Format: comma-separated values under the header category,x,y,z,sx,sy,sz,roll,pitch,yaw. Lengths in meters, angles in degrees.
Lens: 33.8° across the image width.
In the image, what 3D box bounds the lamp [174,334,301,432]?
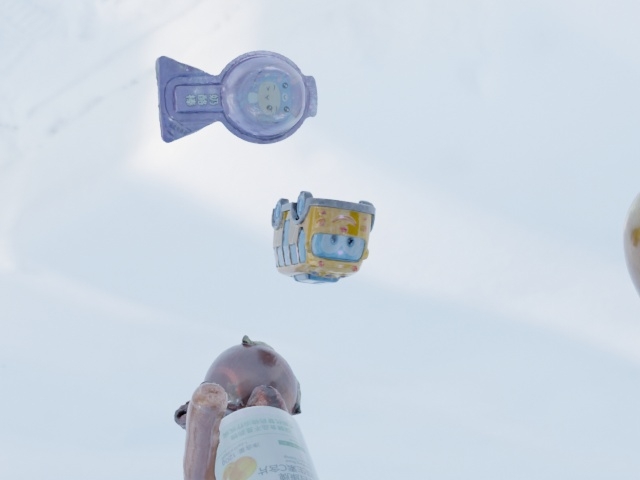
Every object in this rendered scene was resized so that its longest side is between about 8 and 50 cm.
category,x,y,z,sx,sy,sz,roll,pitch,yaw
lamp,-0.106,0.251,1.643,0.215,0.223,0.151,-15,124,35

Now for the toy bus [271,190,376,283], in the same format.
category,x,y,z,sx,sy,sz,roll,pitch,yaw
toy bus,0.000,0.000,1.679,0.126,0.136,0.209,8,172,-20

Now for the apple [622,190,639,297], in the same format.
category,x,y,z,sx,sy,sz,roll,pitch,yaw
apple,0.490,0.014,1.294,0.237,0.207,0.237,-8,174,-1

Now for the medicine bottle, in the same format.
category,x,y,z,sx,sy,sz,roll,pitch,yaw
medicine bottle,-0.052,0.327,1.229,0.133,0.274,0.133,-9,124,-13

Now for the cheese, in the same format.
category,x,y,z,sx,sy,sz,roll,pitch,yaw
cheese,-0.089,-0.157,1.168,0.191,0.105,0.042,-7,-174,-24

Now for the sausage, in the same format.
category,x,y,z,sx,sy,sz,roll,pitch,yaw
sausage,-0.116,0.203,1.049,0.036,0.042,0.158,-17,133,-31
